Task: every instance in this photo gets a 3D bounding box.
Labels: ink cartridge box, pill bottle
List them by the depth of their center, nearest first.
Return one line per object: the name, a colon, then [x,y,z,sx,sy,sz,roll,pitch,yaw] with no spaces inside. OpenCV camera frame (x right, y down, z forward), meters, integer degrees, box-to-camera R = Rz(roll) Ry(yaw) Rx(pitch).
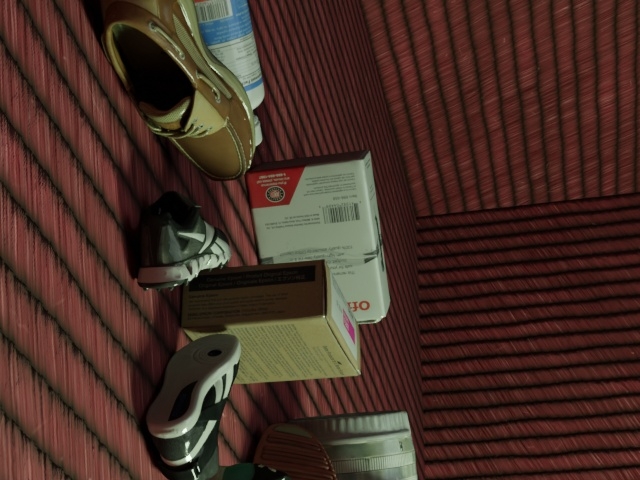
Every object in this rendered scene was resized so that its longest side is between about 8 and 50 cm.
pill bottle: [-0.142,-0.229,1.508,0.124,0.124,0.221,-71,153,-66]
ink cartridge box: [-0.061,0.115,1.547,0.234,0.193,0.088,64,22,-61]
ink cartridge box: [0.000,0.000,1.912,0.114,0.197,0.272,-51,134,-75]

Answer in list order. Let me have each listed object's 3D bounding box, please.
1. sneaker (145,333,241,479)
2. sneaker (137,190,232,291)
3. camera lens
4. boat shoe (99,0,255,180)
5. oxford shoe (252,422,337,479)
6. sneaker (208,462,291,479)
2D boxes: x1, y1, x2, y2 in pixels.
sneaker: [-0.147,0.211,1.380,0.217,0.079,0.121,-58,144,-60]
sneaker: [-0.163,-0.011,1.393,0.234,0.078,0.106,-36,122,-75]
camera lens: [0.053,0.425,1.886,0.219,0.219,0.274,26,58,-77]
boat shoe: [-0.177,-0.177,1.358,0.324,0.123,0.120,61,29,-44]
oxford shoe: [-0.057,0.443,1.661,0.397,0.140,0.146,-91,-160,-49]
sneaker: [-0.091,0.418,1.406,0.108,0.121,0.302,63,23,-60]
